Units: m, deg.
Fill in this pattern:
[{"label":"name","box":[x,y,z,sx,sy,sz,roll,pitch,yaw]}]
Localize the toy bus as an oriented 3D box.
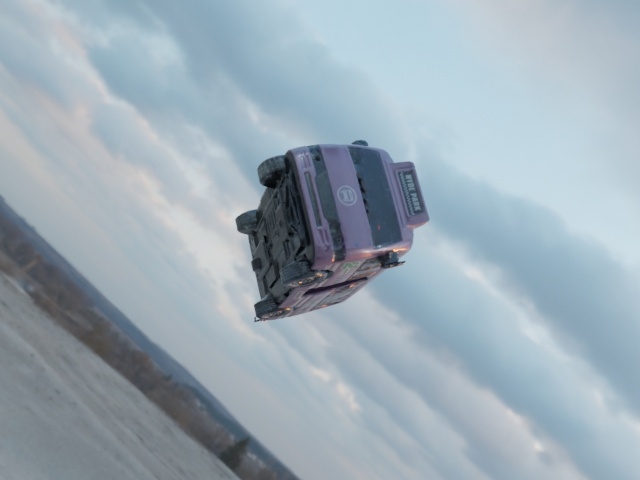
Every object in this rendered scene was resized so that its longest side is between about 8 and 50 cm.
[{"label":"toy bus","box":[0.000,0.000,0.537,0.199,0.108,0.096,130,-51,-66]}]
